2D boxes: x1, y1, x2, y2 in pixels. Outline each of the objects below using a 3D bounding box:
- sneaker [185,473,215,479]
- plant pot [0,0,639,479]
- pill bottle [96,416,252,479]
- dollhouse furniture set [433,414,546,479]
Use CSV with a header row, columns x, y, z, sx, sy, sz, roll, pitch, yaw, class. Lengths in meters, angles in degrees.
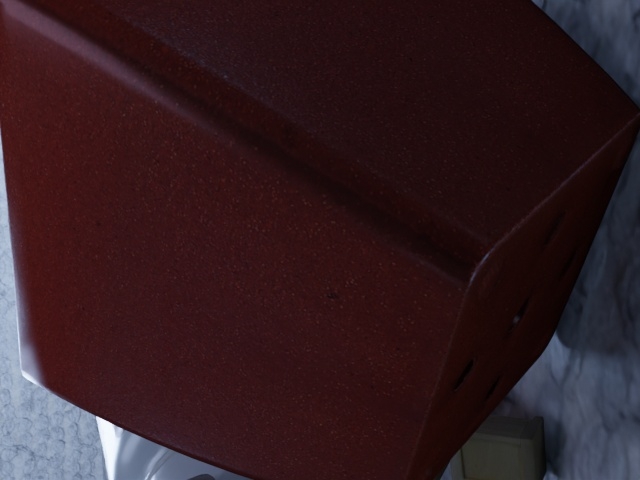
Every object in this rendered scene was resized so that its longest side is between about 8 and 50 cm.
x,y,z,sx,sy,sz,roll,pitch,yaw,class
-0.014,0.236,0.599,0.319,0.112,0.131,-2,100,50,sneaker
0.012,-0.018,0.519,0.235,0.267,0.267,31,133,24,plant pot
-0.131,0.188,1.040,0.392,0.224,0.224,-125,34,-55,pill bottle
0.078,0.173,0.679,0.181,0.101,0.161,3,112,26,dollhouse furniture set
